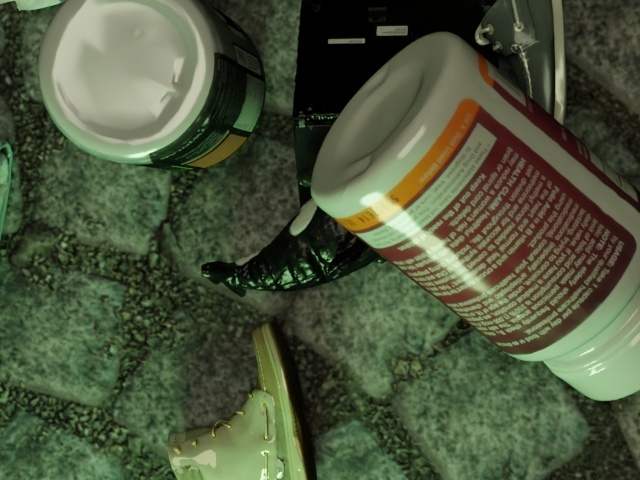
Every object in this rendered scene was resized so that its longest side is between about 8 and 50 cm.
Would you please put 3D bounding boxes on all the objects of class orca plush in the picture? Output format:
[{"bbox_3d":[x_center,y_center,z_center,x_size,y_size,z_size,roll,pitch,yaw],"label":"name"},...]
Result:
[{"bbox_3d":[0.000,0.000,1.633,0.287,0.102,0.151,-17,119,10],"label":"orca plush"}]

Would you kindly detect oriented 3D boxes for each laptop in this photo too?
[{"bbox_3d":[0.093,-0.142,1.693,0.234,0.136,0.264,0,65,8],"label":"laptop"}]

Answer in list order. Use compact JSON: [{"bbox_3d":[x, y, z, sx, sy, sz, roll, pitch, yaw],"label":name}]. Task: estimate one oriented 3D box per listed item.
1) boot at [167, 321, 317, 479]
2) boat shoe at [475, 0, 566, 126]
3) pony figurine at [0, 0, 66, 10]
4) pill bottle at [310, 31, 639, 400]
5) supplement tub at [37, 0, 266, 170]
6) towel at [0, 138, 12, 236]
[{"bbox_3d":[-0.101,0.211,1.698,0.165,0.077,0.213,-11,92,11],"label":"boot"},{"bbox_3d":[0.221,-0.245,1.621,0.099,0.116,0.319,-4,84,7],"label":"boat shoe"},{"bbox_3d":[-0.298,-0.420,1.615,0.351,0.303,0.363,7,65,34],"label":"pony figurine"},{"bbox_3d":[0.202,-0.015,1.516,0.392,0.224,0.224,38,97,-20],"label":"pill bottle"},{"bbox_3d":[-0.169,-0.173,1.579,0.194,0.316,0.193,0,90,8],"label":"supplement tub"},{"bbox_3d":[-0.553,0.038,1.731,0.321,0.090,0.374,9,81,7],"label":"towel"}]
